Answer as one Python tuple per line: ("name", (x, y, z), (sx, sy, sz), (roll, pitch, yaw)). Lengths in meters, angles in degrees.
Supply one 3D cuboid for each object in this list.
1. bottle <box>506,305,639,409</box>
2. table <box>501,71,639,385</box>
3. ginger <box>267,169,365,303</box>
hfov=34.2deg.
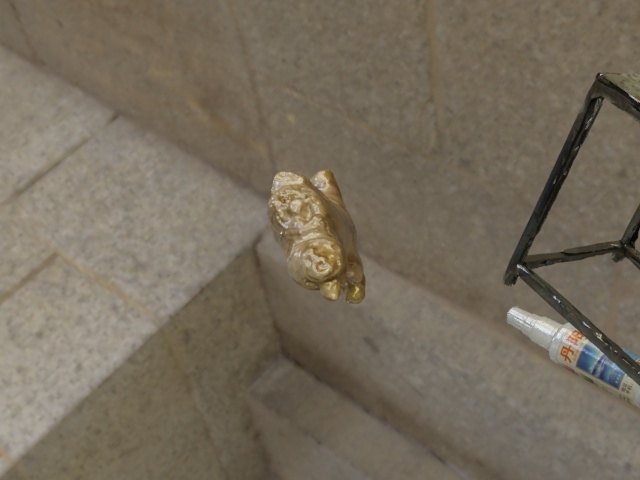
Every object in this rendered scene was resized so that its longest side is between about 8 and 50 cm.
("bottle", (0.320, 0.138, 1.274), (0.217, 0.060, 0.060), (27, 149, 39))
("table", (0.420, 0.022, 1.096), (0.335, 0.222, 0.272), (47, 131, 38))
("ginger", (0.000, 0.000, 1.148), (0.333, 0.080, 0.166), (-14, -96, -85))
